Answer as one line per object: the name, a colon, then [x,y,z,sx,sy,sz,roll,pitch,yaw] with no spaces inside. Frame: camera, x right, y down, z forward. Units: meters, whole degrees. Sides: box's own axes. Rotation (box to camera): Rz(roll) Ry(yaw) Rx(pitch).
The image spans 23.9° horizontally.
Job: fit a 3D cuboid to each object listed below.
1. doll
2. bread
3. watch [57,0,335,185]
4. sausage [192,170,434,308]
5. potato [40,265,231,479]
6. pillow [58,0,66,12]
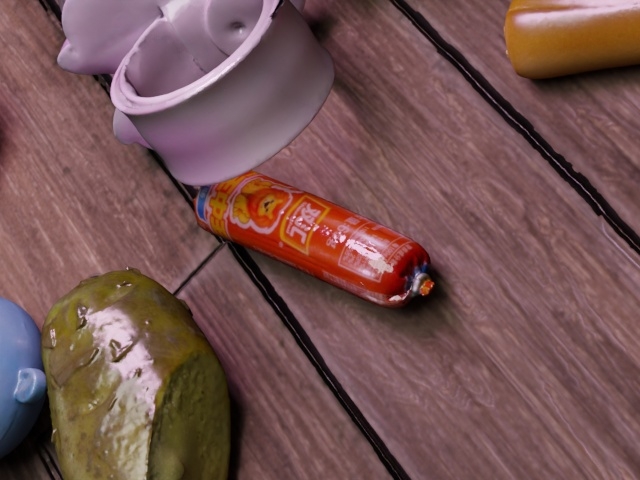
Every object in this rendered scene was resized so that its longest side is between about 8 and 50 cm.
doll: [-0.389,0.140,1.545,0.314,0.141,0.177,0,74,37]
bread: [0.263,-0.193,1.288,0.239,0.074,0.093,-6,73,32]
watch: [-0.121,-0.159,1.423,0.248,0.211,0.217,-29,34,12]
sausage: [0.000,0.000,1.385,0.274,0.074,0.074,24,85,37]
potato: [-0.165,0.162,1.391,0.176,0.141,0.298,-37,61,32]
pillow: [-0.185,-0.329,1.649,0.255,0.059,0.169,-32,47,17]
